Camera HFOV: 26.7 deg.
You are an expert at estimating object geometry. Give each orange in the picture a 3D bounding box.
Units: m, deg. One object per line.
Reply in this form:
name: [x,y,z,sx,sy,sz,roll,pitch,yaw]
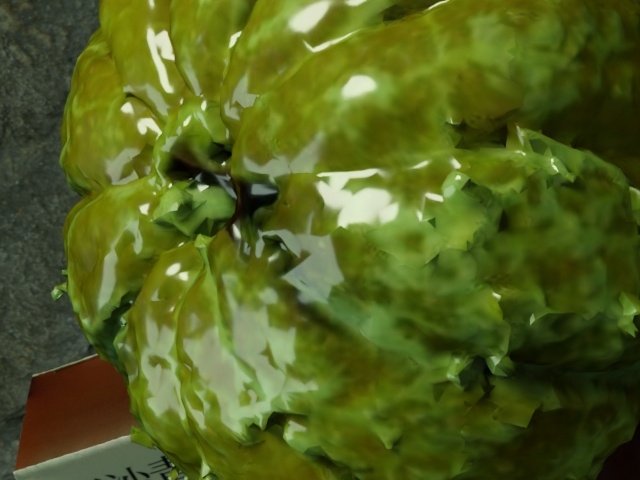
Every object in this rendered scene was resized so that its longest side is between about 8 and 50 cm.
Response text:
orange: [0.029,-0.019,0.564,0.301,0.223,0.300,58,133,29]

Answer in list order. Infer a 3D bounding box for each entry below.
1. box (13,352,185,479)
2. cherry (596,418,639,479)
box: [-0.015,0.235,1.160,0.122,0.344,0.385,-94,-19,-54]
cherry: [0.081,0.123,0.775,0.307,0.221,0.261,50,179,33]
